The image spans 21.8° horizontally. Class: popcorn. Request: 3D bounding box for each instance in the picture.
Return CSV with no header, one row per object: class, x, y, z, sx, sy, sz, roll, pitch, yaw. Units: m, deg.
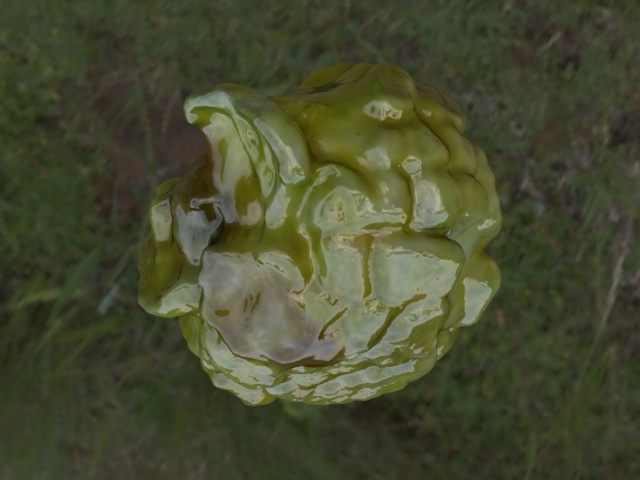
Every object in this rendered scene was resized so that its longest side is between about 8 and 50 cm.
popcorn,-0.008,-0.003,0.989,0.217,0.181,0.235,14,140,-45
